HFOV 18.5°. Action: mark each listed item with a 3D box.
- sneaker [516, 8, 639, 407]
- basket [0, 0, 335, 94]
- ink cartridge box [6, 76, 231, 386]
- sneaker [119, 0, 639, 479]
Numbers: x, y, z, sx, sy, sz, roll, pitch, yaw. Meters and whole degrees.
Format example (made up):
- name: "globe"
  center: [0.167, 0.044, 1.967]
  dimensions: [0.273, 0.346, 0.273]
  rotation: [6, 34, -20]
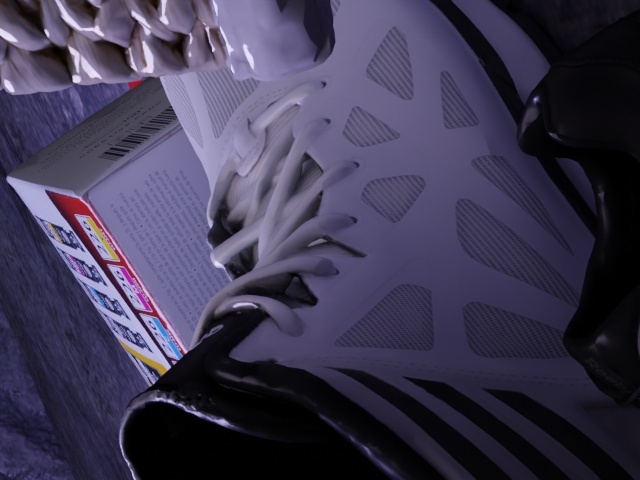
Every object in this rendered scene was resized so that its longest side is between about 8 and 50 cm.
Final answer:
- name: "sneaker"
  center: [0.160, 0.045, 0.713]
  dimensions: [0.286, 0.130, 0.109]
  rotation: [65, 162, -1]
- name: "basket"
  center: [-0.155, -0.256, 0.662]
  dimensions: [0.328, 0.266, 0.331]
  rotation: [72, -168, -57]
- name: "ink cartridge box"
  center: [-0.052, 0.054, 1.247]
  dimensions: [0.309, 0.130, 0.272]
  rotation: [58, 165, -15]
- name: "sneaker"
  center: [0.001, -0.001, 0.841]
  dimensions: [0.447, 0.257, 0.169]
  rotation: [47, 126, 35]
